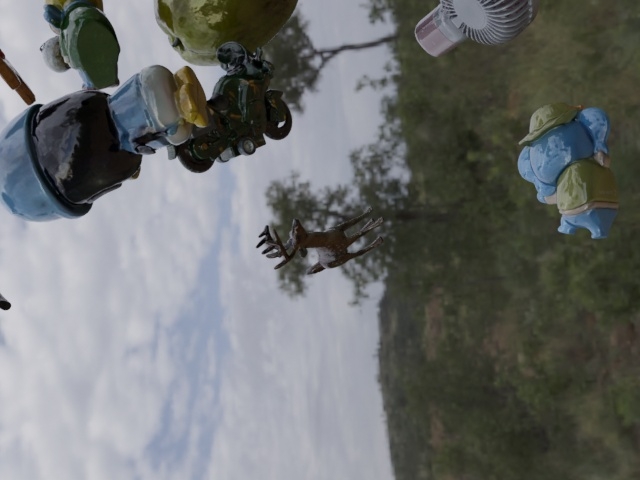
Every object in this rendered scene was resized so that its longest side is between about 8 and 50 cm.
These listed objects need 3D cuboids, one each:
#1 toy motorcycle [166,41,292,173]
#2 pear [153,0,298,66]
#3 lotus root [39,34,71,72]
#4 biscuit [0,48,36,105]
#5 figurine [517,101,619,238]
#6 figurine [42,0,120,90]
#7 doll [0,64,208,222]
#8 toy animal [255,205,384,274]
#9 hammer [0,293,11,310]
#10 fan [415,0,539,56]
[{"bbox_3d":[-0.161,-0.224,1.523,0.275,0.125,0.187,-31,-75,-41],"label":"toy motorcycle"},{"bbox_3d":[-0.170,-0.478,1.724,0.321,0.269,0.269,-51,-14,-5],"label":"pear"},{"bbox_3d":[-0.612,-0.436,2.154,0.165,0.088,0.088,14,114,59],"label":"lotus root"},{"bbox_3d":[-0.657,-0.369,1.878,0.165,0.036,0.250,49,174,13],"label":"biscuit"},{"bbox_3d":[0.452,-0.125,1.687,0.180,0.154,0.262,148,117,-74],"label":"figurine"},{"bbox_3d":[-0.452,-0.401,1.753,0.234,0.127,0.185,46,156,41],"label":"figurine"},{"bbox_3d":[-0.289,-0.116,1.146,0.177,0.314,0.141,-101,-15,-49],"label":"doll"},{"bbox_3d":[0.008,0.014,1.899,0.087,0.260,0.243,60,172,31],"label":"toy animal"},{"bbox_3d":[-0.697,0.106,1.952,0.078,0.201,0.021,30,-92,-42],"label":"hammer"},{"bbox_3d":[0.196,-0.309,1.236,0.130,0.074,0.244,47,162,-9],"label":"fan"}]
